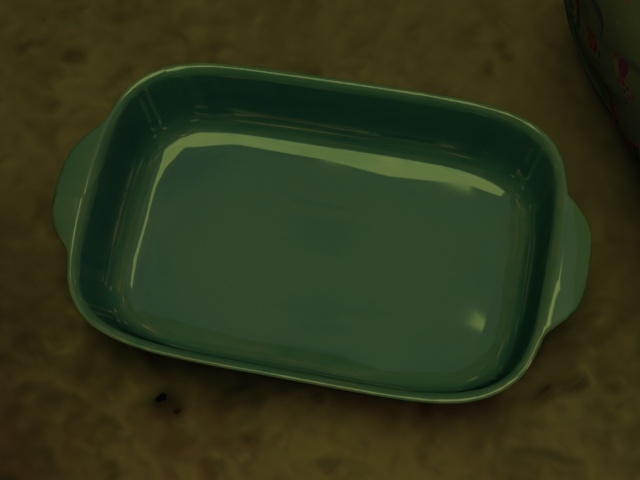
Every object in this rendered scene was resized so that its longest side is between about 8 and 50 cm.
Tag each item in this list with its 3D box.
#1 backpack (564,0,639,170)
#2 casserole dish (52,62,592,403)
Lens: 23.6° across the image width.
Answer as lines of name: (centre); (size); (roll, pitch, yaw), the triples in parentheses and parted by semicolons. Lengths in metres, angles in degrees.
backpack: (0.156, -0.059, 0.502); (0.115, 0.152, 0.182); (-15, 56, -11)
casserole dish: (0.000, 0.000, 0.544); (0.188, 0.037, 0.114); (9, 69, 8)
